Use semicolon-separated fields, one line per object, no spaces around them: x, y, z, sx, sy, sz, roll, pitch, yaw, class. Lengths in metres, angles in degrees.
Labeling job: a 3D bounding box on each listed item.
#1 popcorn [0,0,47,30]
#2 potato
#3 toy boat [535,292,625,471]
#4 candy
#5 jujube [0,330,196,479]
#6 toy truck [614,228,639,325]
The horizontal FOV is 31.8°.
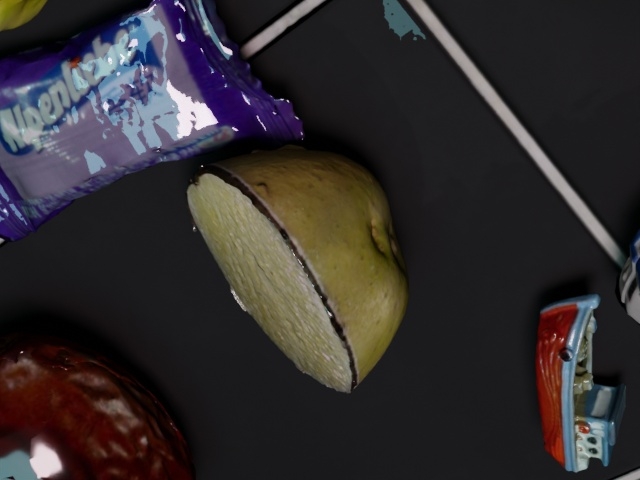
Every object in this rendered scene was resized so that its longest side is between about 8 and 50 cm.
-0.192;-0.271;0.564;0.334;0.292;0.294;-16;84;-8;popcorn
0.000;0.000;0.814;0.117;0.182;0.202;-36;120;-17;potato
0.205;0.110;0.881;0.058;0.069;0.173;5;126;25;toy boat
-0.159;-0.092;0.815;0.275;0.070;0.145;-17;114;21;candy
-0.219;0.187;0.951;0.183;0.183;0.243;-25;115;25;jujube
0.315;0.055;0.759;0.213;0.177;0.161;28;125;-9;toy truck
